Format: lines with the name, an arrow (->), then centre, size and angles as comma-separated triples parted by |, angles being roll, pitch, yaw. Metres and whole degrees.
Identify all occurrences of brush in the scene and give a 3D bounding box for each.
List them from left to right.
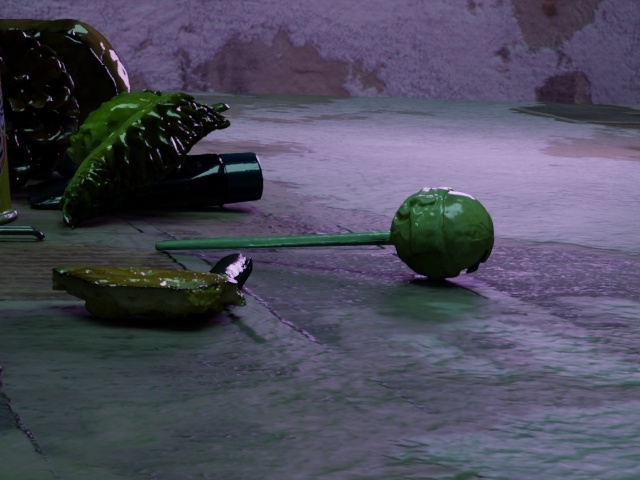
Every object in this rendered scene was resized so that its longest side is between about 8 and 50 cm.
brush -> -0.404, -0.016, 1.662 | 0.266, 0.027, 0.062 | 1, 10, -16

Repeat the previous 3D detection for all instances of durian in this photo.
durian -> -0.207, -0.109, 1.891 | 0.132, 0.107, 0.375 | 3, 22, 27

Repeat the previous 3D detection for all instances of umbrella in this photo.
umbrella -> -0.083, 0.033, 1.463 | 0.036, 0.031, 0.133 | 6, 8, 5

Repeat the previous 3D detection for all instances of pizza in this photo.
pizza -> -0.139, 0.044, 1.355 | 0.160, 0.036, 0.099 | 2, 9, -1

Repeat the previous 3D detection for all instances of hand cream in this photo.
hand cream -> -0.205, -0.062, 1.977 | 0.270, 0.061, 0.120 | -7, 15, -10

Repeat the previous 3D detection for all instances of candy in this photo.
candy -> 0.000, 0.000, 1.626 | 0.335, 0.093, 0.092 | -3, -36, 14

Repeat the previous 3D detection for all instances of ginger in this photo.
ginger -> -0.359, -0.189, 2.205 | 0.269, 0.200, 0.223 | -2, 13, 11

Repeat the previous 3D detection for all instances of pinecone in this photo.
pinecone -> -0.380, -0.160, 1.989 | 0.207, 0.208, 0.208 | 3, 9, -1

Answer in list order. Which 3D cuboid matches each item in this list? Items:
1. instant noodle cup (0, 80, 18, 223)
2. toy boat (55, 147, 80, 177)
instant noodle cup -> -0.449, -0.126, 1.796 | 0.264, 0.200, 0.264 | 4, 10, -1
toy boat -> -0.263, -0.091, 2.097 | 0.141, 0.055, 0.060 | 3, 17, 2
